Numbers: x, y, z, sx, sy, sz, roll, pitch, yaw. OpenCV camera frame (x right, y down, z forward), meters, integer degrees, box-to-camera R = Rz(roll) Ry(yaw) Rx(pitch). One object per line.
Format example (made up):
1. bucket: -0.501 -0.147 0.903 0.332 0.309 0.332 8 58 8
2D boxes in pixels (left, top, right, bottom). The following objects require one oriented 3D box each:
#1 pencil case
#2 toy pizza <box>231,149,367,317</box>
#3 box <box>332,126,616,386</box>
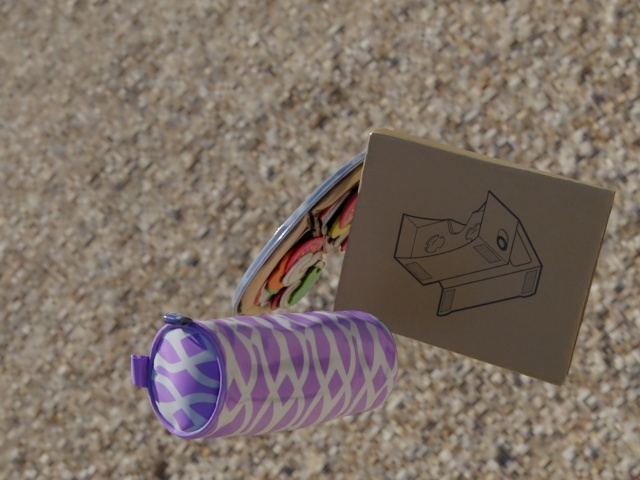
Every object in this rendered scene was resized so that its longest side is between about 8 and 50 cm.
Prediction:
1. pencil case: -0.035 0.093 1.011 0.088 0.206 0.086 -2 87 42
2. toy pizza: 0.000 0.000 1.245 0.032 0.201 0.201 43 87 10
3. box: 0.119 0.011 1.137 0.201 0.164 0.021 17 18 17
